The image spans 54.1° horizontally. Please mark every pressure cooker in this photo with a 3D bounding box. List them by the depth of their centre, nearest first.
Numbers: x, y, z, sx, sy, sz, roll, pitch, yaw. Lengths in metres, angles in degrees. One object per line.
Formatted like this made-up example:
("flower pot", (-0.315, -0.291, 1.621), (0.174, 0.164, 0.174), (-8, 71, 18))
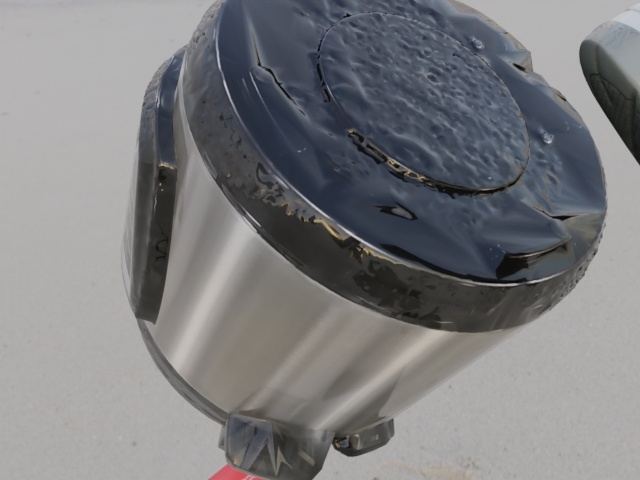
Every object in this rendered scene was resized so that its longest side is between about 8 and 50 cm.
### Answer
("pressure cooker", (0.005, 0.003, 0.621), (0.370, 0.420, 0.375), (-27, 73, -37))

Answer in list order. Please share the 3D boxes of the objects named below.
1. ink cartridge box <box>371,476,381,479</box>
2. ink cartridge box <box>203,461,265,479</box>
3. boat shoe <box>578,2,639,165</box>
("ink cartridge box", (0.032, 0.475, 0.871), (0.234, 0.088, 0.193), (-49, 0, 7))
("ink cartridge box", (-0.129, 0.382, 0.972), (0.134, 0.231, 0.078), (-35, 80, -19))
("boat shoe", (0.262, -0.007, 0.320), (0.103, 0.320, 0.118), (-40, 15, 17))
